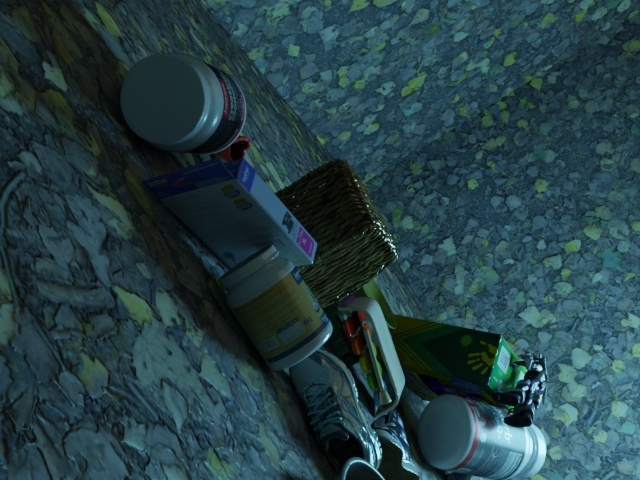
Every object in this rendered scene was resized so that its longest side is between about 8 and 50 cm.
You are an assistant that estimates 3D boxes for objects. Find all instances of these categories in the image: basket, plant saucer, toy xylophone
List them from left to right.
[{"bbox_3d":[0.000,0.000,1.667,0.213,0.299,0.223,44,18,-53],"label":"basket"},{"bbox_3d":[0.135,0.151,2.069,0.241,0.037,0.241,55,12,-18],"label":"plant saucer"},{"bbox_3d":[0.131,0.289,1.854,0.236,0.081,0.323,-7,80,-73],"label":"toy xylophone"}]

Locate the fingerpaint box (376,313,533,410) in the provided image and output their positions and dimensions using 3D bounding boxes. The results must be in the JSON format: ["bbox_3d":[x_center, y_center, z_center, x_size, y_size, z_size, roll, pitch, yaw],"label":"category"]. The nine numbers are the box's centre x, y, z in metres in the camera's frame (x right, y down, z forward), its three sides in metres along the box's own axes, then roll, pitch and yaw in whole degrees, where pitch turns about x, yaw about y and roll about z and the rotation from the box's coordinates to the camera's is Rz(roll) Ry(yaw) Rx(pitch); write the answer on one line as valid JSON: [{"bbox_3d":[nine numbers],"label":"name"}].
[{"bbox_3d":[0.433,0.414,2.317,0.445,0.371,0.163,46,59,-51],"label":"fingerpaint box"}]

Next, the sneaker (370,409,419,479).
[{"bbox_3d":[0.129,0.428,1.597,0.282,0.099,0.153,57,13,-49],"label":"sneaker"}]

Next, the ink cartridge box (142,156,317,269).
[{"bbox_3d":[-0.163,-0.049,1.376,0.311,0.185,0.065,47,43,-41],"label":"ink cartridge box"}]

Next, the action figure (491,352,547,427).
[{"bbox_3d":[0.598,0.434,2.144,0.285,0.099,0.185,-22,101,-56],"label":"action figure"}]

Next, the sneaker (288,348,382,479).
[{"bbox_3d":[0.027,0.331,1.396,0.283,0.110,0.122,58,15,1],"label":"sneaker"}]

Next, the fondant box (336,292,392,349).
[{"bbox_3d":[0.075,0.137,2.186,0.238,0.096,0.330,46,17,-48],"label":"fondant box"}]

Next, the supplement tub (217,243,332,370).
[{"bbox_3d":[-0.085,0.122,1.359,0.200,0.144,0.144,57,11,-7],"label":"supplement tub"}]

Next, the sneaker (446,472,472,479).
[{"bbox_3d":[0.440,0.760,2.143,0.080,0.081,0.211,47,15,-47],"label":"sneaker"}]

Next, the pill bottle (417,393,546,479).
[{"bbox_3d":[0.476,0.584,2.149,0.362,0.210,0.210,21,31,-33],"label":"pill bottle"}]

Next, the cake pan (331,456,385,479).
[{"bbox_3d":[0.090,0.516,1.240,0.293,0.054,0.293,55,17,-25],"label":"cake pan"}]

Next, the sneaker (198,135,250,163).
[{"bbox_3d":[-0.225,-0.220,1.750,0.107,0.118,0.279,47,15,-49],"label":"sneaker"}]

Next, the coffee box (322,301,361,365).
[{"bbox_3d":[0.043,0.230,1.923,0.113,0.040,0.184,41,21,-60],"label":"coffee box"}]

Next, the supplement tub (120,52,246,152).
[{"bbox_3d":[-0.271,-0.273,1.491,0.191,0.191,0.272,58,10,0],"label":"supplement tub"}]
